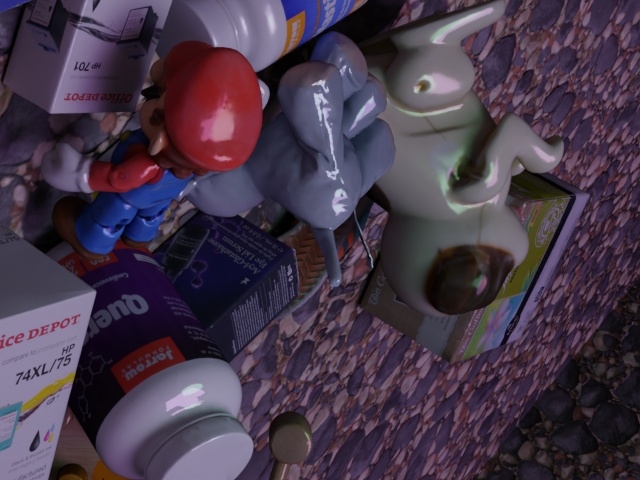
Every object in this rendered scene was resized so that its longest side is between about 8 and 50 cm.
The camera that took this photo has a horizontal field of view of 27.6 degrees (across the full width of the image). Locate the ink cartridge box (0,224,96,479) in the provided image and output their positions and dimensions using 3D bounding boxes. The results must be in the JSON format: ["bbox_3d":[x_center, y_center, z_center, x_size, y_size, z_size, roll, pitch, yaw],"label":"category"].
[{"bbox_3d":[-0.395,0.139,1.360,0.198,0.197,0.270,-19,133,-54],"label":"ink cartridge box"}]

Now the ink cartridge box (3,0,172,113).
[{"bbox_3d":[-0.237,-0.235,1.374,0.139,0.082,0.190,-11,127,-57],"label":"ink cartridge box"}]

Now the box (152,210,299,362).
[{"bbox_3d":[-0.152,0.071,1.766,0.207,0.153,0.108,-44,150,-28],"label":"box"}]

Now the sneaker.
[{"bbox_3d":[0.000,0.000,2.009,0.302,0.108,0.121,-53,167,7],"label":"sneaker"}]

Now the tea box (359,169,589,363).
[{"bbox_3d":[0.287,0.017,2.403,0.323,0.220,0.329,-9,126,-57],"label":"tea box"}]

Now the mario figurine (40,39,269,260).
[{"bbox_3d":[-0.180,-0.117,1.419,0.320,0.170,0.198,-42,-162,43],"label":"mario figurine"}]

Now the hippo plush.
[{"bbox_3d":[-0.051,-0.108,1.639,0.234,0.236,0.294,-24,110,-63],"label":"hippo plush"}]

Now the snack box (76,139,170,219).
[{"bbox_3d":[-0.243,-0.052,1.606,0.100,0.037,0.141,-44,151,-24],"label":"snack box"}]

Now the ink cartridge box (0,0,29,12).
[{"bbox_3d":[-0.346,-0.297,0.992,0.303,0.072,0.307,-35,116,-41],"label":"ink cartridge box"}]

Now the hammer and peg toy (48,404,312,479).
[{"bbox_3d":[-0.193,0.320,1.689,0.127,0.361,0.266,-131,-135,-84],"label":"hammer and peg toy"}]

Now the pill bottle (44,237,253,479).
[{"bbox_3d":[-0.213,0.149,1.519,0.181,0.323,0.181,-27,146,-20],"label":"pill bottle"}]

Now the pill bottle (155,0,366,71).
[{"bbox_3d":[-0.069,-0.289,1.529,0.272,0.152,0.152,-39,148,-36],"label":"pill bottle"}]

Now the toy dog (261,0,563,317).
[{"bbox_3d":[0.151,-0.091,1.814,0.395,0.284,0.408,-26,100,-23],"label":"toy dog"}]
